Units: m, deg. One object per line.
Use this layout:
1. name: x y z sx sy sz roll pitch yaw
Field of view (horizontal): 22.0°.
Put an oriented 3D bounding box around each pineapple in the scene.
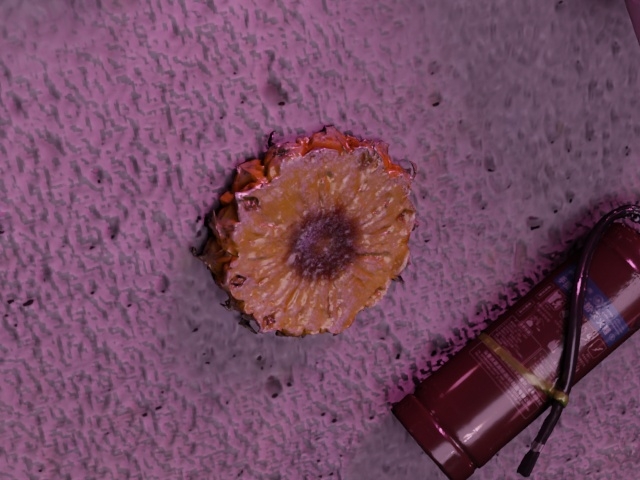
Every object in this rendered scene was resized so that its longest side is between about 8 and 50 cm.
1. pineapple: 0.000 0.000 1.407 0.221 0.047 0.221 -12 120 -22

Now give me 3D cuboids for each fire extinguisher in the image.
1. fire extinguisher: 0.233 0.094 1.527 0.341 0.105 0.141 -40 91 -1

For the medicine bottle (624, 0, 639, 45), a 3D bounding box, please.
1. medicine bottle: 0.286 -0.333 1.269 0.213 0.213 0.378 -32 126 -8
